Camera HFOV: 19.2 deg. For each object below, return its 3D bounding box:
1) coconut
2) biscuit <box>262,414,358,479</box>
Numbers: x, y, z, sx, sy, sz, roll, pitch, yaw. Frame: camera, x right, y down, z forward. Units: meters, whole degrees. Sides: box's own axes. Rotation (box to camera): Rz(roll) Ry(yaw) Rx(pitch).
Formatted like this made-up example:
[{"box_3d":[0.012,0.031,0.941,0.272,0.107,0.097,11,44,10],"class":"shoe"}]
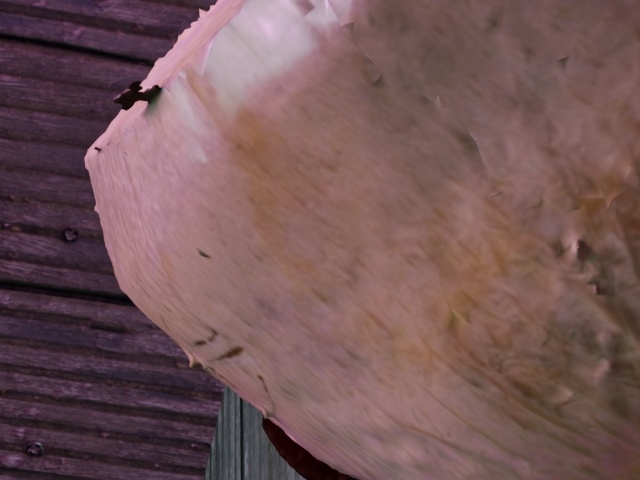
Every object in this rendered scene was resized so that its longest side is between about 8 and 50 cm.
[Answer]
[{"box_3d":[0.134,-0.046,0.820,0.404,0.405,0.404,-171,90,-81],"class":"coconut"},{"box_3d":[0.000,0.000,1.460,0.407,0.091,0.407,173,90,-66],"class":"biscuit"}]
